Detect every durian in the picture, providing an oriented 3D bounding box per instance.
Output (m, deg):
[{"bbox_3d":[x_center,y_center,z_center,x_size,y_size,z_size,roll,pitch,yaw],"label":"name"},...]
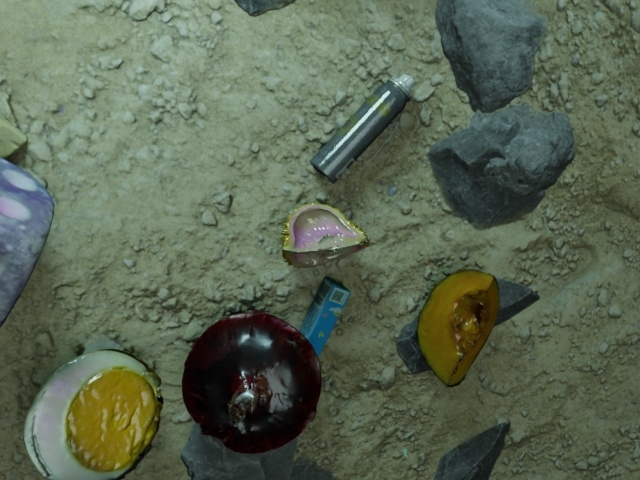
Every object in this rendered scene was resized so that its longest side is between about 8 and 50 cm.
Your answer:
[{"bbox_3d":[-0.001,0.002,1.488,0.182,0.132,0.165,-36,122,-9],"label":"durian"}]

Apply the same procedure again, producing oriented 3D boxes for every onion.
[{"bbox_3d":[-0.149,0.303,1.461,0.314,0.232,0.314,0,86,2],"label":"onion"}]

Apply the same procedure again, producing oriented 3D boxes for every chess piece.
[{"bbox_3d":[-0.640,-0.220,1.239,0.090,0.090,0.200,-48,126,1],"label":"chess piece"}]

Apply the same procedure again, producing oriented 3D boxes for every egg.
[{"bbox_3d":[-0.484,0.359,1.427,0.264,0.174,0.286,47,64,-25],"label":"egg"}]

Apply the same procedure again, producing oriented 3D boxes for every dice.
[{"bbox_3d":[-0.642,-0.001,1.175,0.271,0.270,0.270,27,108,-27],"label":"dice"}]

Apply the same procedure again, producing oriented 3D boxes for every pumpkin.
[{"bbox_3d":[0.345,0.188,1.684,0.169,0.148,0.312,-10,125,-56],"label":"pumpkin"}]

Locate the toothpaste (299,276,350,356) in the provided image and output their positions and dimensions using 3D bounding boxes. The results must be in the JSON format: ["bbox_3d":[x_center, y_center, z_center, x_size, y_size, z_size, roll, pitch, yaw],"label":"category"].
[{"bbox_3d":[-0.016,0.216,1.586,0.050,0.065,0.266,22,99,-28],"label":"toothpaste"}]

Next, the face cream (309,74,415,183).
[{"bbox_3d":[0.096,-0.247,1.472,0.283,0.073,0.073,-47,115,0],"label":"face cream"}]
